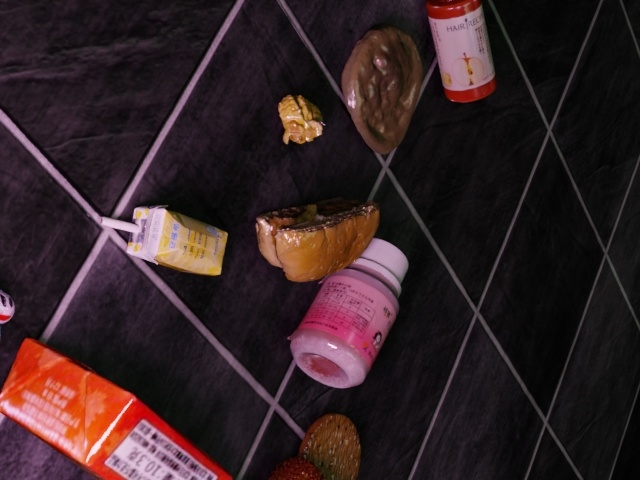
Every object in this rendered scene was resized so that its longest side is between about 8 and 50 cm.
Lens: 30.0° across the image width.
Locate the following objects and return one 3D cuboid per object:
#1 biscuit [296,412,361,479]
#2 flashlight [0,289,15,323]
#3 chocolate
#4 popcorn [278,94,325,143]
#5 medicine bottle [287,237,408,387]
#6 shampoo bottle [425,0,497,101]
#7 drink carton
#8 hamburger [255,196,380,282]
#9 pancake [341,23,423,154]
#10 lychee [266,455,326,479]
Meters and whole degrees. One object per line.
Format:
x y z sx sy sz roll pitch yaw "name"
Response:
0.011 0.394 2.099 0.187 0.027 0.188 -10 102 -53 "biscuit"
-0.409 0.120 1.446 0.051 0.051 0.129 24 80 -54 "flashlight"
-0.266 0.247 1.511 0.108 0.234 0.237 -56 138 -18 "chocolate"
-0.024 -0.192 1.911 0.084 0.084 0.084 -13 105 -54 "popcorn"
0.056 0.119 2.020 0.247 0.147 0.147 -60 139 -29 "medicine bottle"
0.260 -0.407 2.258 0.104 0.104 0.278 -46 130 -41 "shampoo bottle"
-0.216 -0.005 1.673 0.200 0.074 0.084 21 78 -55 "drink carton"
0.000 0.000 1.936 0.262 0.124 0.131 -14 107 -52 "hamburger"
0.121 -0.268 2.130 0.242 0.050 0.242 -13 106 -52 "pancake"
-0.037 0.419 1.953 0.123 0.123 0.129 23 78 -54 "lychee"
